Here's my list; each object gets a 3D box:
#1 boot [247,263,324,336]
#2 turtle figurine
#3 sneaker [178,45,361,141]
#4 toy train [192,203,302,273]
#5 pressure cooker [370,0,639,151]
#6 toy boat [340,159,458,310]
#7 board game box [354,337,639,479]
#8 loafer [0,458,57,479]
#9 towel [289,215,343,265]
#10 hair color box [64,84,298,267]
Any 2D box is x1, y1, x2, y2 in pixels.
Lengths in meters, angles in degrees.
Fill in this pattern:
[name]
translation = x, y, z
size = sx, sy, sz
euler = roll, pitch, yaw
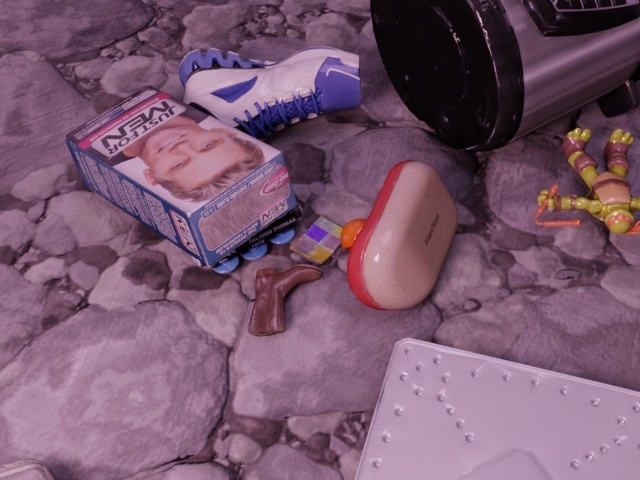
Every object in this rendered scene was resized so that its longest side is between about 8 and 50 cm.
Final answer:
[boot]
translation = -0.049, 0.090, 1.550
size = 0.106, 0.037, 0.114
euler = -7, 47, 12
[turtle figurine]
translation = 0.454, -0.079, 1.644
size = 0.270, 0.087, 0.217
euler = -6, 44, 7
[sneaker]
translation = -0.090, -0.208, 1.745
size = 0.316, 0.127, 0.182
euler = 1, 55, 11
[toy train]
translation = -0.120, -0.024, 1.620
size = 0.184, 0.080, 0.105
euler = -28, 47, -17
[pressure cooker]
translation = 0.334, -0.377, 1.706
size = 0.420, 0.369, 0.375
euler = -26, 45, -20
[toy boat]
translation = 0.095, -0.004, 1.579
size = 0.151, 0.151, 0.231
euler = -5, 44, 37
[board game box]
translation = 0.238, 0.332, 1.345
size = 0.390, 0.050, 0.390
euler = 13, 53, 11
[loafer]
translation = -0.463, 0.367, 1.291
size = 0.319, 0.112, 0.111
euler = -22, 46, -16
[towel]
translation = 0.000, 0.000, 1.638
size = 0.060, 0.009, 0.083
euler = 32, 59, 24
[hair color box]
translation = -0.214, -0.106, 1.608
size = 0.174, 0.105, 0.347
euler = -37, 44, -24
